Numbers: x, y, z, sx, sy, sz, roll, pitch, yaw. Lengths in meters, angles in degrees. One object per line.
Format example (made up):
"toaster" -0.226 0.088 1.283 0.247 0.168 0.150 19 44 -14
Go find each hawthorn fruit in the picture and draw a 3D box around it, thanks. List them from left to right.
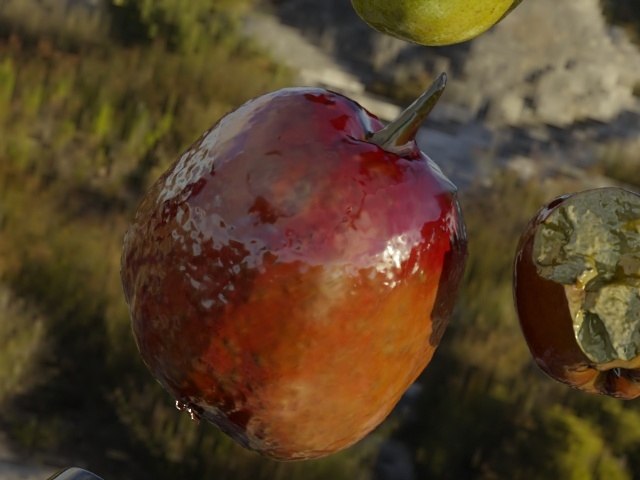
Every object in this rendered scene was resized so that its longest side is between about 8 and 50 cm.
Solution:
"hawthorn fruit" 0.000 0.000 1.633 0.284 0.369 0.285 27 25 -14

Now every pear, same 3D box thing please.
"pear" 0.120 -0.286 1.935 0.198 0.198 0.198 14 21 -5

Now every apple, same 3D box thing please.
"apple" 0.233 0.045 1.588 0.156 0.158 0.147 17 -13 -17

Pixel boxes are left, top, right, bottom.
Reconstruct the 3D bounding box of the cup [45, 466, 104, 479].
"cup" -0.237 0.315 1.646 0.166 0.239 0.177 39 58 14
